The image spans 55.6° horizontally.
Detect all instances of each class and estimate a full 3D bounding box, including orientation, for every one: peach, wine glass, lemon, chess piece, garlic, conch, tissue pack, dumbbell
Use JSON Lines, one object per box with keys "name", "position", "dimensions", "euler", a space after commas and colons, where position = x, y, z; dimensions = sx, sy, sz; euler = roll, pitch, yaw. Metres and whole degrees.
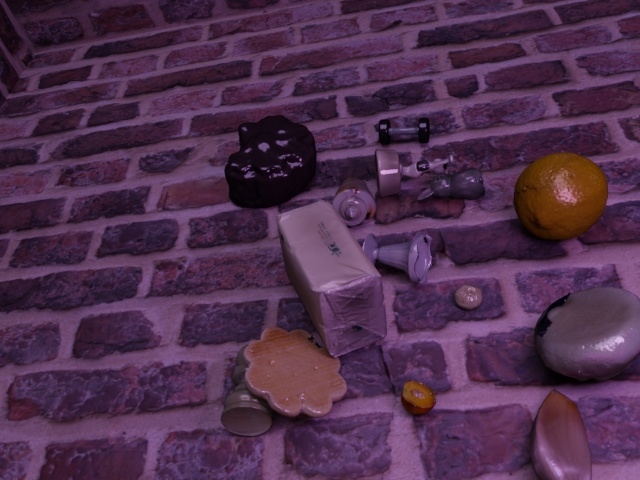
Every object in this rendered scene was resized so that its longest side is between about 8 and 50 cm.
{"name": "peach", "position": [0.259, 0.425, 1.623], "dimensions": [0.098, 0.061, 0.098], "euler": [7, 35, -5]}
{"name": "wine glass", "position": [0.242, 0.045, 1.919], "dimensions": [0.197, 0.164, 0.164], "euler": [9, 51, 27]}
{"name": "lemon", "position": [0.740, -0.137, 1.880], "dimensions": [0.293, 0.293, 0.293], "euler": [-7, 47, 8]}
{"name": "chess piece", "position": [-0.196, 0.405, 1.719], "dimensions": [0.145, 0.144, 0.251], "euler": [-8, 40, 7]}
{"name": "garlic", "position": [0.566, 0.491, 1.448], "dimensions": [0.143, 0.112, 0.318], "euler": [21, 46, 2]}
{"name": "conch", "position": [0.117, -0.162, 2.146], "dimensions": [0.159, 0.127, 0.255], "euler": [-1, 45, -1]}
{"name": "tissue pack", "position": [0.029, 0.105, 1.796], "dimensions": [0.207, 0.297, 0.380], "euler": [-20, 41, -11]}
{"name": "dumbbell", "position": [0.327, -0.426, 2.372], "dimensions": [0.191, 0.100, 0.100], "euler": [1, 48, 16]}

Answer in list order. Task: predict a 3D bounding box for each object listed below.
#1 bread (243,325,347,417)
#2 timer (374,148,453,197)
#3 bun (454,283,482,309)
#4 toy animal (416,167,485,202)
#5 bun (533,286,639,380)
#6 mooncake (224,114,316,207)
{"name": "bread", "position": [-0.072, 0.366, 1.687], "dimensions": [0.316, 0.054, 0.316], "euler": [16, 35, -12]}
{"name": "timer", "position": [0.333, -0.252, 2.170], "dimensions": [0.266, 0.175, 0.175], "euler": [-6, 47, 2]}
{"name": "bun", "position": [0.443, 0.165, 1.821], "dimensions": [0.086, 0.054, 0.086], "euler": [-7, 47, 8]}
{"name": "toy animal", "position": [0.451, -0.194, 2.109], "dimensions": [0.237, 0.138, 0.107], "euler": [-2, 81, 8]}
{"name": "bun", "position": [0.714, 0.261, 1.576], "dimensions": [0.293, 0.187, 0.293], "euler": [-27, 22, 12]}
{"name": "mooncake", "position": [-0.191, -0.315, 2.340], "dimensions": [0.351, 0.212, 0.380], "euler": [-4, 49, 3]}
